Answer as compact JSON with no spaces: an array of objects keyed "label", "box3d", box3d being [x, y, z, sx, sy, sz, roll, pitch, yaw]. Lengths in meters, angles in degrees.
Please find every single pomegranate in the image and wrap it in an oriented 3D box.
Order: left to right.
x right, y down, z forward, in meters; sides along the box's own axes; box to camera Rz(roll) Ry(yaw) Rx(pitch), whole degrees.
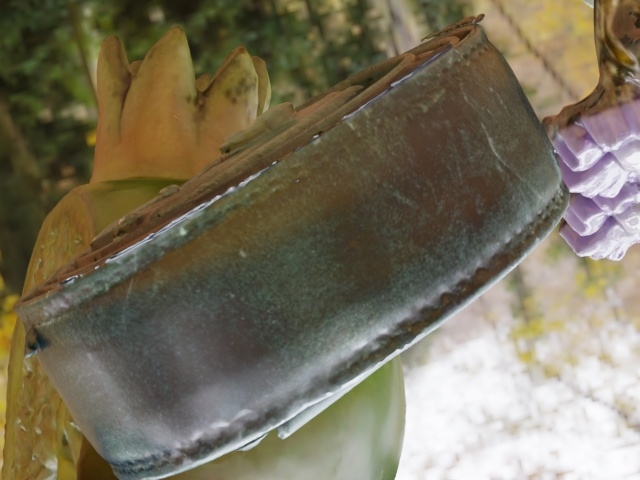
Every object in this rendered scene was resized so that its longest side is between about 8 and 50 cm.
[{"label":"pomegranate","box3d":[-0.058,0.062,1.034,0.216,0.358,0.310,11,165,-13]}]

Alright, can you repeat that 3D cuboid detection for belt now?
[{"label":"belt","box3d":[0.000,0.000,0.762,0.267,0.116,0.206,-36,-172,-35]}]

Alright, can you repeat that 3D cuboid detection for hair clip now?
[{"label":"hair clip","box3d":[0.172,-0.055,1.004,0.106,0.084,0.292,-20,153,0]}]

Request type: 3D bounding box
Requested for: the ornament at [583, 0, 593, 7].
[{"label":"ornament","box3d":[0.216,-0.229,1.239,0.081,0.075,0.156,9,151,-2]}]
